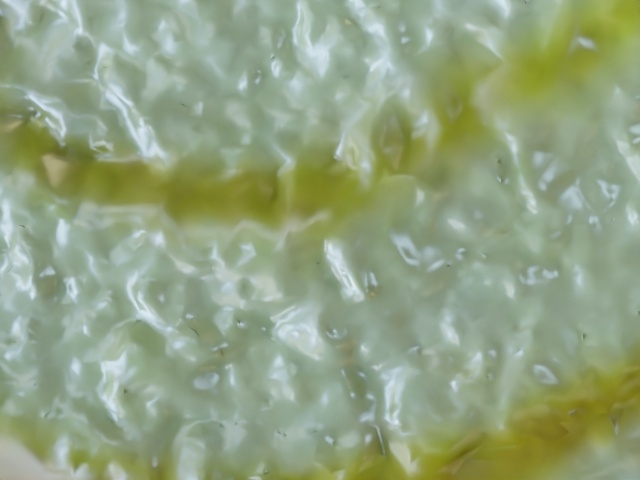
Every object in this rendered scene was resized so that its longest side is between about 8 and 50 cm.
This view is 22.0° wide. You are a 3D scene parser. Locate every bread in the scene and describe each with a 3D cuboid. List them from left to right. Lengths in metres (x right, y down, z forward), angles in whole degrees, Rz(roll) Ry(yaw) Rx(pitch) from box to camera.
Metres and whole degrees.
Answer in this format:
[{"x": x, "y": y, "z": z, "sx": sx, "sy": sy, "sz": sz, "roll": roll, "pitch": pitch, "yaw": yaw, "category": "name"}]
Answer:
[{"x": 0.004, "y": 0.008, "z": 0.491, "sx": 0.395, "sy": 0.239, "sz": 0.264, "roll": 34, "pitch": 94, "yaw": 11, "category": "bread"}]
